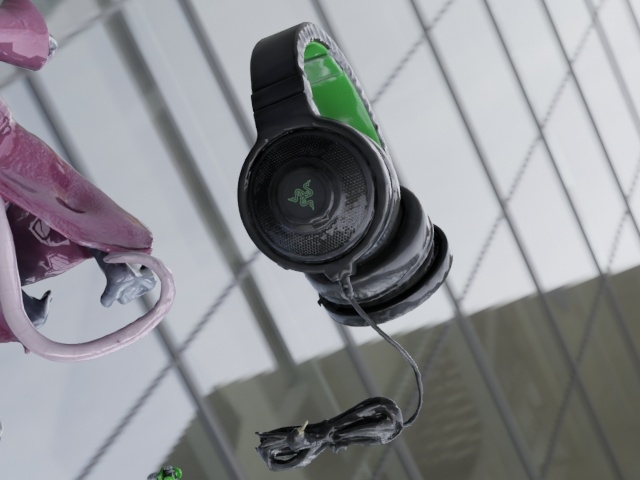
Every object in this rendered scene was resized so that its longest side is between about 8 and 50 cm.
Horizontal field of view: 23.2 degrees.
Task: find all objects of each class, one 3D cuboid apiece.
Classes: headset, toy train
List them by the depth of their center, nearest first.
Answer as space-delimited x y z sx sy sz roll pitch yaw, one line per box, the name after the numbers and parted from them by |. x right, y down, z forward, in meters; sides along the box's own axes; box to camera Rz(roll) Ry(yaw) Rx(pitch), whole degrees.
-0.097 0.189 1.047 0.023 0.083 0.017 -10 -160 15 | toy train
0.000 0.000 1.364 0.185 0.243 0.394 -21 -122 16 | headset

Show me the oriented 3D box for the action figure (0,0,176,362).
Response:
-0.305 -0.076 1.238 0.248 0.370 0.276 -30 -157 -5 | action figure

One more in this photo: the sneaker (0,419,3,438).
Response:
-0.370 0.193 1.474 0.153 0.094 0.235 -63 -148 11 | sneaker
